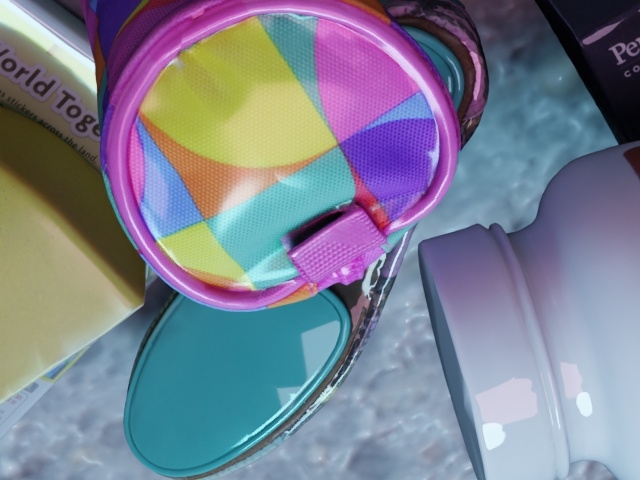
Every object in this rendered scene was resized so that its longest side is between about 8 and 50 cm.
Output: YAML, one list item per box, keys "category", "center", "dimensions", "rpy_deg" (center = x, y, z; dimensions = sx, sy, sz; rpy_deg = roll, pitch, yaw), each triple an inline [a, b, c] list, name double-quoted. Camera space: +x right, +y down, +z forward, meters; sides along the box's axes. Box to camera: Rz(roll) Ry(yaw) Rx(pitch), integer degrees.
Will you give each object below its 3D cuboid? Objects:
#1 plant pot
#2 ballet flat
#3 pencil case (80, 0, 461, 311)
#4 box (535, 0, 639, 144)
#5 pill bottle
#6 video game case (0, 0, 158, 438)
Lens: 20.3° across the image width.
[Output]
- category: "plant pot"
  center: [-0.119, -0.001, 0.638]
  dimensions: [0.081, 0.081, 0.083]
  rpy_deg: [-33, 112, 9]
- category: "ballet flat"
  center: [0.000, 0.000, 0.697]
  dimensions: [0.077, 0.079, 0.221]
  rpy_deg: [33, 110, 6]
- category: "pencil case"
  center: [-0.025, -0.065, 0.564]
  dimensions: [0.104, 0.236, 0.104]
  rpy_deg: [-3, 114, -6]
- category: "box"
  center: [0.182, -0.077, 0.681]
  dimensions: [0.156, 0.093, 0.158]
  rpy_deg: [-32, 122, 8]
- category: "pill bottle"
  center: [0.148, 0.017, 0.605]
  dimensions: [0.216, 0.121, 0.121]
  rpy_deg: [-15, 124, 0]
- category: "video game case"
  center: [-0.174, -0.020, 0.676]
  dimensions: [0.227, 0.026, 0.206]
  rpy_deg: [36, 108, -28]
